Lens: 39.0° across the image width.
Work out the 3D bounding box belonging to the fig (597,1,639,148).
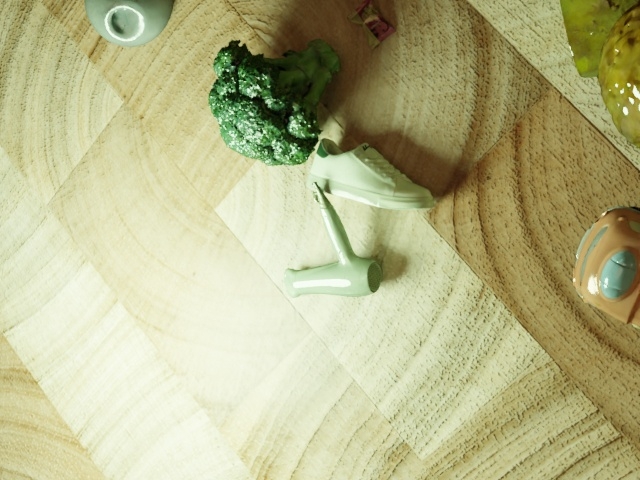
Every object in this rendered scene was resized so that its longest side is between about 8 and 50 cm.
[{"bbox_3d":[0.546,-0.192,1.391,0.286,0.286,0.368,35,144,20],"label":"fig"}]

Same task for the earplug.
[{"bbox_3d":[-0.435,-0.548,1.884,0.214,0.175,0.325,-37,77,23],"label":"earplug"}]

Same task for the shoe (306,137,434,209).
[{"bbox_3d":[0.093,-0.126,1.698,0.265,0.095,0.110,12,99,28],"label":"shoe"}]

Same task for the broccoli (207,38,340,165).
[{"bbox_3d":[-0.084,-0.276,1.712,0.270,0.270,0.270,-43,73,-9],"label":"broccoli"}]

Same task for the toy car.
[{"bbox_3d":[0.527,0.063,1.424,0.271,0.212,0.180,27,106,23],"label":"toy car"}]

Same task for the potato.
[{"bbox_3d":[0.462,-0.411,1.458,0.176,0.141,0.298,17,101,31],"label":"potato"}]

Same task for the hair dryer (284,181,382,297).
[{"bbox_3d":[0.000,0.000,1.744,0.206,0.075,0.237,-4,109,32],"label":"hair dryer"}]

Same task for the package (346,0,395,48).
[{"bbox_3d":[0.095,-0.410,1.708,0.059,0.029,0.083,-39,87,17],"label":"package"}]
